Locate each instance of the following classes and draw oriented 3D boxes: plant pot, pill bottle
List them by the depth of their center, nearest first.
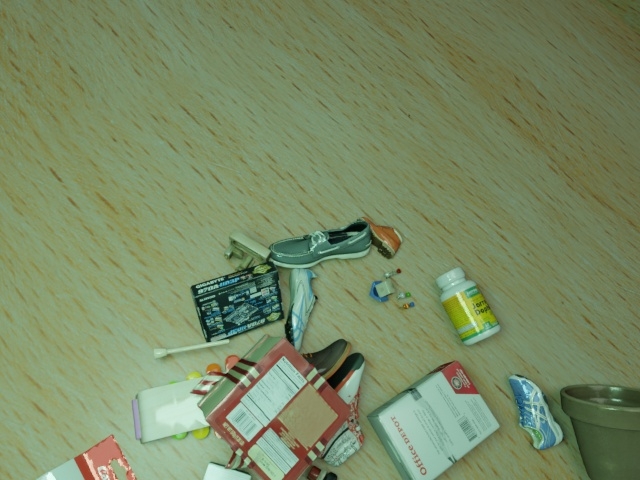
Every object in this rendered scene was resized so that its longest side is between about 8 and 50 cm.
[{"bbox_3d":[0.789,0.527,1.263,0.262,0.263,0.230,1,86,-11],"label":"plant pot"},{"bbox_3d":[0.422,0.189,1.376,0.117,0.118,0.209,-20,73,-19],"label":"pill bottle"}]

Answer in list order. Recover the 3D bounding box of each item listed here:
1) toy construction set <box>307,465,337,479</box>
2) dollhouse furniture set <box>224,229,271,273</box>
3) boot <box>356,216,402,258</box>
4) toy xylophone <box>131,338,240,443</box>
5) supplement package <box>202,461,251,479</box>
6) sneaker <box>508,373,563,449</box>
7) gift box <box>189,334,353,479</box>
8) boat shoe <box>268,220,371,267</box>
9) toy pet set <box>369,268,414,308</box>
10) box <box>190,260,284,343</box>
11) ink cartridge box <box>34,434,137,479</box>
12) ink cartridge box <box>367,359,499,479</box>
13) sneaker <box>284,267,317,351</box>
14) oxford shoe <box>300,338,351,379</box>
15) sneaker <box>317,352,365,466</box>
[{"bbox_3d":[-0.003,0.671,1.059,0.308,0.257,0.237,25,82,-10],"label":"toy construction set"},{"bbox_3d":[-0.206,0.082,1.272,0.144,0.151,0.123,30,65,4],"label":"dollhouse furniture set"},{"bbox_3d":[0.182,-0.025,1.452,0.158,0.059,0.084,45,63,-1],"label":"boot"},{"bbox_3d":[-0.300,0.374,1.169,0.322,0.081,0.237,-1,68,-12],"label":"toy xylophone"},{"bbox_3d":[-0.236,0.611,1.072,0.105,0.105,0.179,19,65,-4],"label":"supplement package"},{"bbox_3d":[0.587,0.475,1.312,0.081,0.080,0.211,-21,72,-22],"label":"sneaker"},{"bbox_3d":[-0.130,0.369,1.032,0.276,0.258,0.255,-39,91,-19],"label":"gift box"},{"bbox_3d":[0.000,0.000,1.358,0.319,0.099,0.116,-6,40,-18],"label":"boat shoe"},{"bbox_3d":[0.203,0.153,1.391,0.114,0.065,0.122,-1,66,-50],"label":"toy pet set"},{"bbox_3d":[-0.209,0.163,1.227,0.220,0.175,0.051,-18,38,-18],"label":"box"},{"bbox_3d":[-0.535,0.578,1.054,0.224,0.056,0.181,-31,77,-20],"label":"ink cartridge box"},{"bbox_3d":[0.289,0.473,1.233,0.272,0.114,0.197,-26,76,-21],"label":"ink cartridge box"},{"bbox_3d":[-0.050,0.190,1.298,0.086,0.085,0.237,10,69,-13],"label":"sneaker"},{"bbox_3d":[-0.038,0.326,1.225,0.271,0.097,0.098,-33,94,-22],"label":"oxford shoe"},{"bbox_3d":[0.066,0.432,1.203,0.145,0.090,0.270,40,71,-12],"label":"sneaker"}]
